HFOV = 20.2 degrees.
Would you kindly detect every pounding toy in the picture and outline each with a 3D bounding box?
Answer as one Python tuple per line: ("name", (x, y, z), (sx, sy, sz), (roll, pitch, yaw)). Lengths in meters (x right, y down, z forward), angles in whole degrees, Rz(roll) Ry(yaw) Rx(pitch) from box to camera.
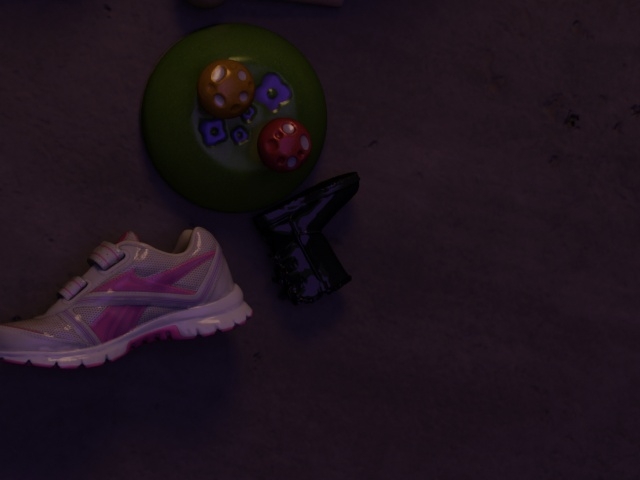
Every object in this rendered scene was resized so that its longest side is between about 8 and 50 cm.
("pounding toy", (-0.064, -0.142, 1.685), (0.183, 0.110, 0.237), (11, 89, -18))

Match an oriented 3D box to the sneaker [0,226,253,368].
("sneaker", (-0.194, 0.052, 1.665), (0.252, 0.103, 0.111), (-15, 92, -23))

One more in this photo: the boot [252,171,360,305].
("boot", (0.000, 0.000, 1.745), (0.121, 0.045, 0.099), (-27, 99, -9))
